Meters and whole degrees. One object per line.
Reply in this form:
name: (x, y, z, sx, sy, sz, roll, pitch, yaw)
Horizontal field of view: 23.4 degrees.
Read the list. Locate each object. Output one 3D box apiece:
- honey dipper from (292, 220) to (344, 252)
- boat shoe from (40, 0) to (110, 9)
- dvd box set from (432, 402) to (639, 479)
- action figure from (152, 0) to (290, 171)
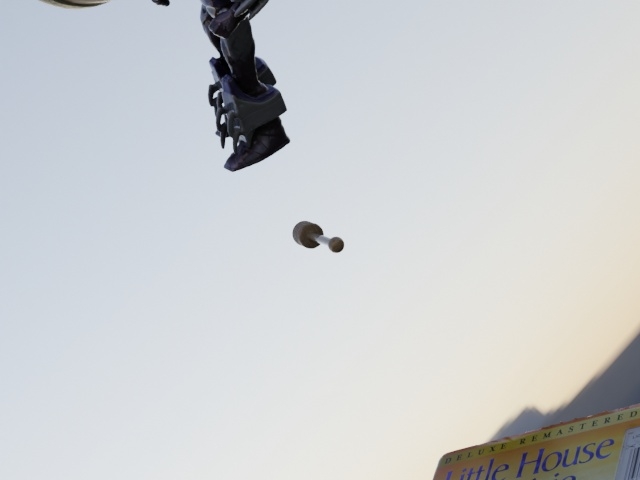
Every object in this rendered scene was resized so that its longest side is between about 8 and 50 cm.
honey dipper: (0.000, 0.000, 1.718, 0.030, 0.030, 0.160, -47, 14, -5)
boat shoe: (-0.105, -0.174, 0.907, 0.059, 0.063, 0.170, -12, 5, 40)
dvd box set: (0.170, 0.298, 1.151, 0.307, 0.062, 0.420, -20, 28, 35)
action figure: (-0.096, -0.219, 1.502, 0.099, 0.185, 0.285, -24, -58, -15)
